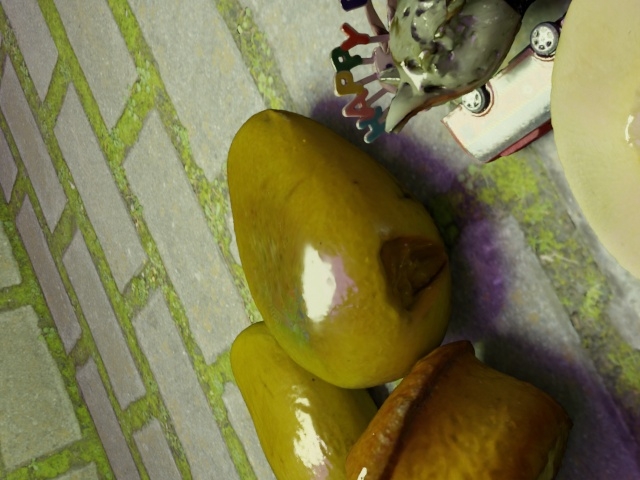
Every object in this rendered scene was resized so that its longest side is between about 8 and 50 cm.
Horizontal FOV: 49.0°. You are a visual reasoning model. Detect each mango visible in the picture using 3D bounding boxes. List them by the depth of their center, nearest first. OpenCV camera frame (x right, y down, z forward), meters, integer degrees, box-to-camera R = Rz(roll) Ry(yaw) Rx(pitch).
[{"bbox_3d":[0.000,0.000,0.802,0.365,0.182,0.253,54,141,21],"label":"mango"},{"bbox_3d":[-0.020,0.227,0.960,0.332,0.142,0.195,54,134,33],"label":"mango"}]

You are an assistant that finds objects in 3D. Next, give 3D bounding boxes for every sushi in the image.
[{"bbox_3d":[0.137,-0.208,0.565,0.134,0.109,0.273,-134,56,-67],"label":"sushi"}]

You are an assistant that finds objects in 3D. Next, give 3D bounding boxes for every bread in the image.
[{"bbox_3d":[0.122,0.255,0.682,0.172,0.312,0.312,20,121,28],"label":"bread"}]

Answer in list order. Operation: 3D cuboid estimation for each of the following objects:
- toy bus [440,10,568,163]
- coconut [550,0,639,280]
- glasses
[{"bbox_3d":[0.189,-0.135,0.603,0.077,0.065,0.192,59,143,6],"label":"toy bus"},{"bbox_3d":[0.255,-0.084,0.384,0.259,0.259,0.259,25,123,45],"label":"coconut"},{"bbox_3d":[0.048,-0.224,0.667,0.095,0.162,0.255,-3,101,56],"label":"glasses"}]
